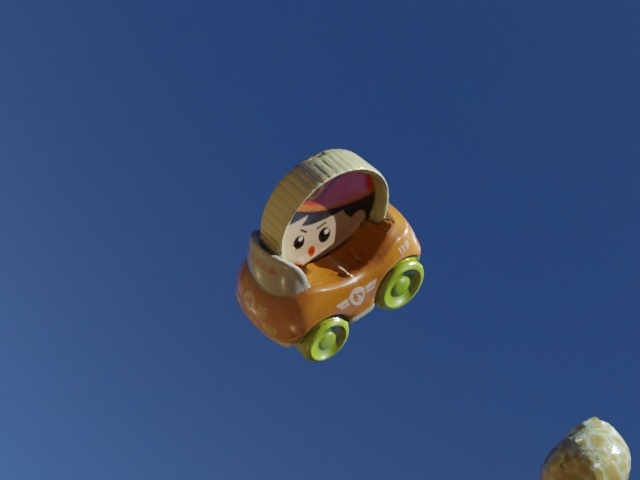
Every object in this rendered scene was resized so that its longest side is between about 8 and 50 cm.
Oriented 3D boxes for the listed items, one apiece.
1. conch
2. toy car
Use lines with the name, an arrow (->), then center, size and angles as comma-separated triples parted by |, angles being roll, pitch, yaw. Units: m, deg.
conch -> 0.360, 0.320, 1.120 | 0.106, 0.173, 0.116 | 17, -43, 59
toy car -> 0.000, 0.000, 0.952 | 0.145, 0.235, 0.235 | 41, -38, 38
